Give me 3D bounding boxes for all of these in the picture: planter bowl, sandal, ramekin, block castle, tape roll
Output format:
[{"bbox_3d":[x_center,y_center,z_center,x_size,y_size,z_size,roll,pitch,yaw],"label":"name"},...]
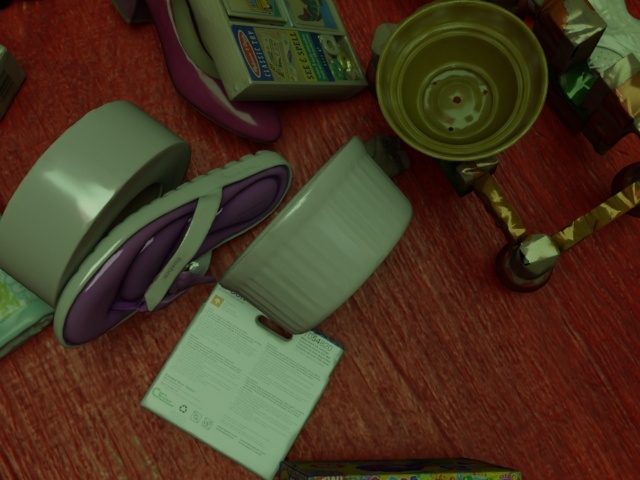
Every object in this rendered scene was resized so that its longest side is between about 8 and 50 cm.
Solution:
[{"bbox_3d":[0.183,-0.200,0.965,0.217,0.090,0.217,-1,81,7],"label":"planter bowl"},{"bbox_3d":[-0.173,0.008,0.986,0.102,0.169,0.416,36,59,23],"label":"sandal"},{"bbox_3d":[0.000,0.000,1.006,0.135,0.277,0.277,43,79,-4],"label":"ramekin"},{"bbox_3d":[0.299,-0.180,1.101,0.303,0.213,0.453,-33,78,1],"label":"block castle"},{"bbox_3d":[-0.299,-0.044,0.975,0.100,0.286,0.286,35,78,1],"label":"tape roll"}]

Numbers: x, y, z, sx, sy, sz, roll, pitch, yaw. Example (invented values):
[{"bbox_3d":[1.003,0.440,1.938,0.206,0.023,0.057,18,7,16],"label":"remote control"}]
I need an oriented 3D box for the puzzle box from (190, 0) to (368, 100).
[{"bbox_3d":[-0.097,-0.403,1.094,0.272,0.052,0.409,-14,80,-48],"label":"puzzle box"}]

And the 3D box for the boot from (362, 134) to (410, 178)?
[{"bbox_3d":[0.101,-0.110,1.150,0.087,0.042,0.118,-13,88,-16],"label":"boot"}]

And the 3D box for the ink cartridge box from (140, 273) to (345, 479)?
[{"bbox_3d":[-0.111,0.200,1.068,0.223,0.045,0.224,32,77,0],"label":"ink cartridge box"}]

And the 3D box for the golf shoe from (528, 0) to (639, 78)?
[{"bbox_3d":[0.455,-0.327,1.190,0.306,0.115,0.140,29,82,1],"label":"golf shoe"}]

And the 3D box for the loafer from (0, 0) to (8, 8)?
[{"bbox_3d":[-0.475,-0.413,1.137,0.170,0.062,0.061,-16,77,-10],"label":"loafer"}]

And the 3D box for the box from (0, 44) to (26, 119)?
[{"bbox_3d":[-0.595,-0.285,1.075,0.275,0.113,0.094,25,78,-2],"label":"box"}]

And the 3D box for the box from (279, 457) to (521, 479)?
[{"bbox_3d":[0.100,0.440,0.961,0.290,0.177,0.279,3,79,-14],"label":"box"}]

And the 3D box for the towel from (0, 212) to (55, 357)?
[{"bbox_3d":[-0.604,0.082,1.019,0.374,0.090,0.320,-36,86,-11],"label":"towel"}]

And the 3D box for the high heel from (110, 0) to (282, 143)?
[{"bbox_3d":[-0.167,-0.320,1.078,0.377,0.181,0.127,44,38,5],"label":"high heel"}]
